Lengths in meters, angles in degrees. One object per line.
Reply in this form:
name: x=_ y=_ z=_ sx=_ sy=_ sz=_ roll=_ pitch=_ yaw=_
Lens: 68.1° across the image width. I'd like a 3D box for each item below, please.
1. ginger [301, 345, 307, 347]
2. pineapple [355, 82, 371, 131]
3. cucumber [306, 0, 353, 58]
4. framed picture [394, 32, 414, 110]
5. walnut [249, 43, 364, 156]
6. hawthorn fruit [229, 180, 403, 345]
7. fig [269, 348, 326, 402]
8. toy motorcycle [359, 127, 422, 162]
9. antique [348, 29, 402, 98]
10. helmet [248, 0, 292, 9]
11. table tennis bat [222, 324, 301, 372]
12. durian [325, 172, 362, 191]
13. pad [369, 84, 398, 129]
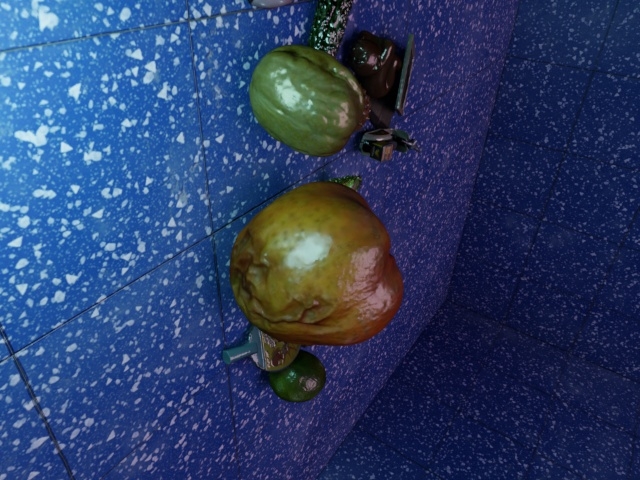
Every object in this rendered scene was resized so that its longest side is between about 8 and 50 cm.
ginger: x=-0.049 y=0.282 z=1.737 sx=0.084 sy=0.122 sz=0.290 roll=-104 pitch=-163 yaw=-56
pineapple: x=0.061 y=-0.383 z=1.353 sx=0.166 sy=0.166 sz=0.193 roll=-70 pitch=163 yaw=5
cucumber: x=-0.002 y=-0.474 z=1.245 sx=0.096 sy=0.096 sz=0.360 roll=-7 pitch=116 yaw=-60
framed picture: x=0.298 y=-0.567 z=1.662 sx=0.324 sy=0.020 sz=0.241 roll=-41 pitch=142 yaw=-75
walnut: x=-0.035 y=-0.327 z=1.126 sx=0.283 sy=0.282 sz=0.227 roll=81 pitch=17 yaw=-47
hawthorn fruit: x=-0.016 y=0.080 z=1.270 sx=0.472 sy=0.471 sz=0.472 roll=-41 pitch=143 yaw=-41
fig: x=-0.106 y=0.454 z=1.698 sx=0.203 sy=0.203 sz=0.235 roll=-49 pitch=125 yaw=-32
toy motorcycle: x=0.247 y=-0.350 z=1.707 sx=0.263 sy=0.157 sz=0.091 roll=-23 pitch=131 yaw=-42
antique: x=0.164 y=-0.541 z=1.476 sx=0.143 sy=0.121 sz=0.257 roll=-59 pitch=160 yaw=4
helmet: x=-0.085 y=-0.580 z=0.958 sx=0.253 sy=0.154 sz=0.198 roll=5 pitch=105 yaw=-57
table tennis bat: x=-0.176 y=0.332 z=1.545 sx=0.329 sy=0.044 sz=0.215 roll=-10 pitch=95 yaw=-48
durian: x=0.040 y=-0.153 z=1.545 sx=0.220 sy=0.095 sz=0.137 roll=-36 pitch=174 yaw=6
pad: x=0.226 y=-0.502 z=1.718 sx=0.233 sy=0.022 sz=0.174 roll=20 pitch=92 yaw=-63
